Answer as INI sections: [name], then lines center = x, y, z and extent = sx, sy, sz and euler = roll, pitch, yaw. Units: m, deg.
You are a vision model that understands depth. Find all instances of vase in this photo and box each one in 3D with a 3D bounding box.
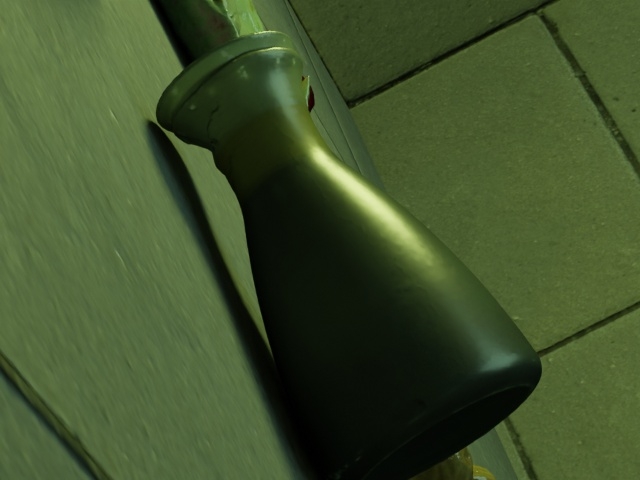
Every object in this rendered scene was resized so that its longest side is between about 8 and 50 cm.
[vase]
center = 0.007, 0.008, 1.309
extent = 0.321, 0.173, 0.173
euler = 59, 4, 17

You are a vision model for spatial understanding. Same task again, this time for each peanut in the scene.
[peanut]
center = 0.109, 0.221, 1.575
extent = 0.089, 0.089, 0.193
euler = 66, 6, 35

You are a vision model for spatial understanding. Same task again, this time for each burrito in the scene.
[burrito]
center = -0.099, -0.210, 1.754
extent = 0.229, 0.089, 0.144
euler = 62, 19, 6

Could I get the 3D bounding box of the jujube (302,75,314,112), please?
[jujube]
center = -0.043, -0.158, 2.098
extent = 0.077, 0.077, 0.129
euler = 63, -1, 7
